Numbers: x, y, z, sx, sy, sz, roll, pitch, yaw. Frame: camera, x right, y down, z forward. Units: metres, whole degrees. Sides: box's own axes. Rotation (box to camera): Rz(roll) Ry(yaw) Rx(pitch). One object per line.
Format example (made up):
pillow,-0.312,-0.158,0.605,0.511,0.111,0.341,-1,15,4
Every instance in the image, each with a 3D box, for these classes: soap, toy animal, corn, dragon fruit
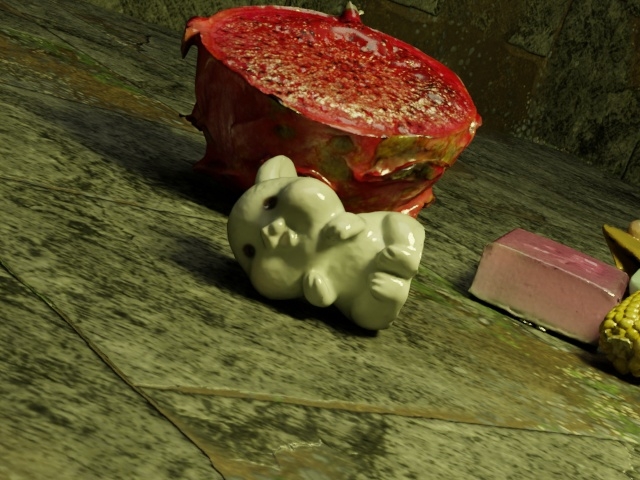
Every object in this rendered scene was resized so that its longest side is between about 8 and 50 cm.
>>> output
soap,0.306,0.057,1.928,0.181,0.081,0.259,24,11,13
toy animal,0.004,0.003,1.486,0.193,0.127,0.178,21,9,2
corn,0.439,0.087,1.801,0.101,0.101,0.310,29,36,32
dragon fruit,-0.006,-0.137,1.866,0.386,0.249,0.371,18,27,0

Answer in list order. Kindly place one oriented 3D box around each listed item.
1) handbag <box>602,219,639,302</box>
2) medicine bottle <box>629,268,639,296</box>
handbag,0.618,0.104,2.226,0.401,0.133,0.283,16,17,-26
medicine bottle,0.482,0.068,1.969,0.121,0.083,0.229,19,38,33
